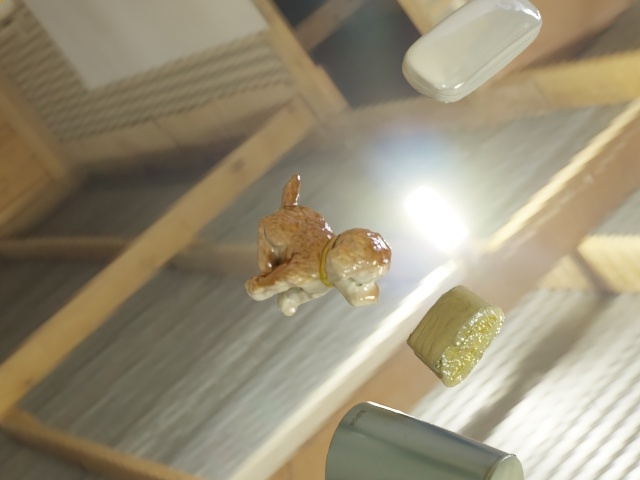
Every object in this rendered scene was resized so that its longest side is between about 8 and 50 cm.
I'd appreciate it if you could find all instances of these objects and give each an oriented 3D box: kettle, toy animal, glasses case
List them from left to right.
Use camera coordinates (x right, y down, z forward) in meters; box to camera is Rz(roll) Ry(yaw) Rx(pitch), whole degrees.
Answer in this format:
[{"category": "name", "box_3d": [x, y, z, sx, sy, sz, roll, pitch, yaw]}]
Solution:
[{"category": "toy animal", "box_3d": [0.011, -0.007, 1.772, 0.185, 0.104, 0.184, -10, -114, 48]}, {"category": "kettle", "box_3d": [0.132, 0.335, 1.949, 0.243, 0.160, 0.210, 10, -146, 35]}, {"category": "glasses case", "box_3d": [0.159, -0.205, 1.501, 0.193, 0.074, 0.049, -39, 160, -38]}]

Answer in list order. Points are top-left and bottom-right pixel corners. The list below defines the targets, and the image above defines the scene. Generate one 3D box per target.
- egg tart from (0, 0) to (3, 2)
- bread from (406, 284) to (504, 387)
[{"category": "egg tart", "box_3d": [-0.315, -0.360, 1.373, 0.315, 0.120, 0.315, -28, -134, 33]}, {"category": "bread", "box_3d": [0.197, 0.136, 2.140, 0.139, 0.060, 0.178, -54, -167, 0]}]
